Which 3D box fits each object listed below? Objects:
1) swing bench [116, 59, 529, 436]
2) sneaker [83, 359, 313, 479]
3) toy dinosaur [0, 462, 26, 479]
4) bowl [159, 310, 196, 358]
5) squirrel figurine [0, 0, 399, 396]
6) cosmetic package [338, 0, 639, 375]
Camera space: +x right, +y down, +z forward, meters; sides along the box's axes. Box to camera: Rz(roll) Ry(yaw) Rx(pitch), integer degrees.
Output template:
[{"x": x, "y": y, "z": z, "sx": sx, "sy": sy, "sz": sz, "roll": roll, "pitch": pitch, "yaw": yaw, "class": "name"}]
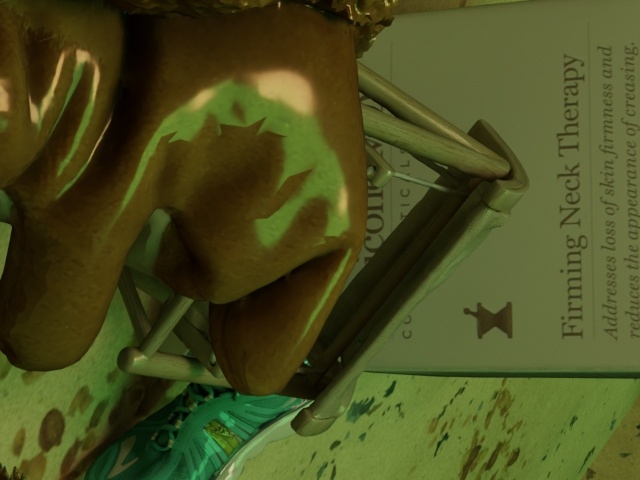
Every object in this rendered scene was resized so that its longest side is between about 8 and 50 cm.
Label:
[{"x": 0.000, "y": 0.000, "z": 1.184, "sx": 0.255, "sy": 0.165, "sz": 0.253, "roll": 25, "pitch": 112, "yaw": -33, "class": "swing bench"}, {"x": -0.098, "y": 0.147, "z": 1.369, "sx": 0.275, "sy": 0.107, "sz": 0.110, "roll": -37, "pitch": 146, "yaw": -21, "class": "sneaker"}, {"x": -0.278, "y": 0.221, "z": 1.195, "sx": 0.112, "sy": 0.064, "sz": 0.211, "roll": -26, "pitch": 129, "yaw": -28, "class": "toy dinosaur"}, {"x": -0.077, "y": 0.052, "z": 1.381, "sx": 0.142, "sy": 0.053, "sz": 0.142, "roll": -47, "pitch": 162, "yaw": 25, "class": "bowl"}, {"x": -0.138, "y": -0.122, "z": 0.886, "sx": 0.370, "sy": 0.281, "sz": 0.397, "roll": 14, "pitch": 117, "yaw": -49, "class": "squirrel figurine"}, {"x": 0.250, "y": -0.034, "z": 1.464, "sx": 0.327, "sy": 0.394, "sz": 0.329, "roll": 12, "pitch": 77, "yaw": -66, "class": "cosmetic package"}]
